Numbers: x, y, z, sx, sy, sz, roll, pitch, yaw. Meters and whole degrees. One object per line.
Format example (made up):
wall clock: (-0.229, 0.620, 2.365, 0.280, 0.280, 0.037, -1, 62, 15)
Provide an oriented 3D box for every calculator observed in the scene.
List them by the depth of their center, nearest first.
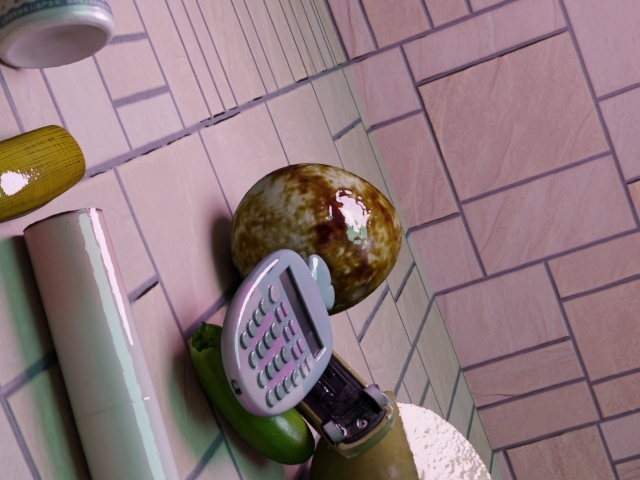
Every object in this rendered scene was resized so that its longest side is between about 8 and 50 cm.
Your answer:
calculator: (-0.050, 0.116, 1.565, 0.185, 0.041, 0.299, 67, 30, -19)

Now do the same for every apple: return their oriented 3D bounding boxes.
apple: (0.105, 0.383, 1.787, 0.295, 0.233, 0.257, 18, 40, -58)

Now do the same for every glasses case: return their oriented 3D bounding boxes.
glasses case: (-0.306, -0.069, 1.210, 0.079, 0.064, 0.234, 61, 17, -7)

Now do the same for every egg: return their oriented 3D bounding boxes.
egg: (0.000, 0.000, 1.807, 0.289, 0.238, 0.238, -1, 68, -33)

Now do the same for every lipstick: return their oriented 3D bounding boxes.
lipstick: (-0.222, 0.133, 1.211, 0.087, 0.087, 0.326, 7, 65, -73)

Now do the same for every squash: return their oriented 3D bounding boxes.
squash: (-0.094, 0.217, 1.572, 0.292, 0.082, 0.082, 55, 22, -39)

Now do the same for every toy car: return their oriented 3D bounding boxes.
toy car: (0.007, 0.220, 1.686, 0.257, 0.101, 0.124, 42, -16, 39)

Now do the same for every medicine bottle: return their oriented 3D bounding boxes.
medicine bottle: (-0.322, -0.325, 1.323, 0.139, 0.139, 0.236, 20, 53, -71)
